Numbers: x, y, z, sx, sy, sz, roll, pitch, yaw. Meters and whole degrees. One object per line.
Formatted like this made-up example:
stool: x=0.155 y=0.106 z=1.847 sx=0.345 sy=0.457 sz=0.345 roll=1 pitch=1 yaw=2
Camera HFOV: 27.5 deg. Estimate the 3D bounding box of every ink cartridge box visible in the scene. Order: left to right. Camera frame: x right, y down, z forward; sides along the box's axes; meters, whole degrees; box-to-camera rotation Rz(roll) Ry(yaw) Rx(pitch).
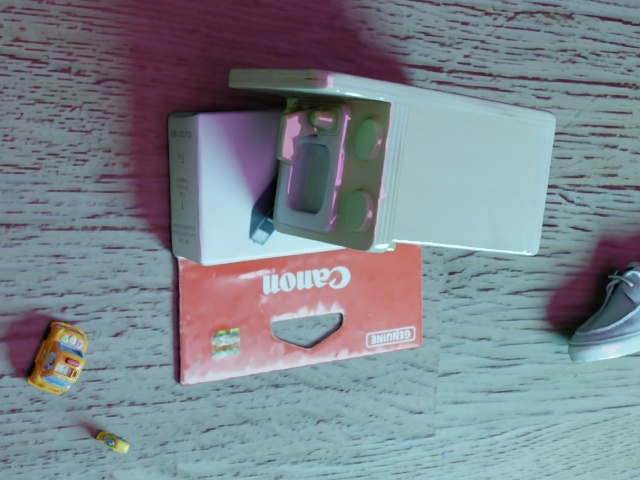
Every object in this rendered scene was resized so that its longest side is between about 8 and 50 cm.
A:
ink cartridge box: x=0.000 y=0.000 z=1.167 sx=0.275 sy=0.060 sz=0.239 roll=-6 pitch=98 yaw=-33

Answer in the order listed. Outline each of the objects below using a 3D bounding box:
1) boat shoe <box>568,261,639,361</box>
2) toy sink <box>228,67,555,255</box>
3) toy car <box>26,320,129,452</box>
boat shoe: x=0.339 y=0.061 z=1.395 sx=0.227 sy=0.079 sz=0.081 roll=-23 pitch=99 yaw=-34
toy sink: x=0.049 y=-0.058 z=1.066 sx=0.234 sy=0.153 sz=0.131 roll=6 pitch=93 yaw=-34
toy car: x=-0.185 y=0.121 z=1.070 sx=0.122 sy=0.040 sz=0.060 roll=47 pitch=71 yaw=-28
